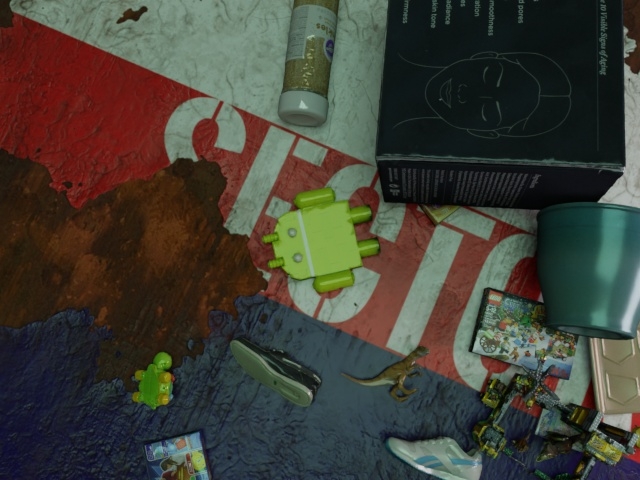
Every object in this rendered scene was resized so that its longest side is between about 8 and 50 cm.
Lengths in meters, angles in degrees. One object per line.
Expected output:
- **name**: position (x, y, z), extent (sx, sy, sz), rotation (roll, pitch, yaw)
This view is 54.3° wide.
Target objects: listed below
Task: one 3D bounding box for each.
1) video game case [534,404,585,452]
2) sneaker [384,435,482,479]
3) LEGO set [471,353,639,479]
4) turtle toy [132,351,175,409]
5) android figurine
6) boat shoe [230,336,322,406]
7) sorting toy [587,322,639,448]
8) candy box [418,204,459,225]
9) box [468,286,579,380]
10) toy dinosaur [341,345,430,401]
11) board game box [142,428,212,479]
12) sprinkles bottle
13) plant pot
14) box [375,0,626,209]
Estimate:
- **video game case**: position (0.570, 0.432, 1.458), extent (0.122, 0.011, 0.087), rotation (21, 83, 3)
- **sneaker**: position (0.256, 0.485, 1.421), extent (0.228, 0.087, 0.092), rotation (21, 76, -4)
- **LEGO set**: position (0.509, 0.433, 1.355), extent (0.331, 0.192, 0.255), rotation (40, 84, 6)
- **turtle toy**: position (-0.375, 0.324, 1.445), extent (0.095, 0.066, 0.130), rotation (0, 79, 24)
- **android figurine**: position (0.000, 0.000, 1.497), extent (0.272, 0.056, 0.248), rotation (-11, 83, -3)
- **boat shoe**: position (-0.106, 0.294, 1.457), extent (0.233, 0.084, 0.079), rotation (30, 45, 11)
- **sorting toy**: position (0.742, 0.342, 1.461), extent (0.229, 0.041, 0.307), rotation (-3, 82, -5)
- **candy box**: position (0.321, -0.134, 1.515), extent (0.186, 0.053, 0.109), rotation (-36, 83, -3)
- **box**: position (0.483, 0.218, 1.471), extent (0.233, 0.044, 0.159), rotation (16, 83, 2)
- **toy dinosaur**: position (0.167, 0.320, 1.458), extent (0.211, 0.064, 0.112), rotation (-24, 65, -12)
- **board game box**: position (-0.319, 0.551, 1.430), extent (0.136, 0.035, 0.201), rotation (-13, 82, -2)
- **sprinkles bottle**: position (-0.025, -0.465, 1.526), extent (0.121, 0.121, 0.355), rotation (6, 82, 1)
- **plant pot**: position (0.599, 0.078, 1.367), extent (0.271, 0.271, 0.255), rotation (11, 79, 2)
- **box**: position (0.380, -0.335, 1.371), extent (0.471, 0.297, 0.480), rotation (4, 76, 11)
